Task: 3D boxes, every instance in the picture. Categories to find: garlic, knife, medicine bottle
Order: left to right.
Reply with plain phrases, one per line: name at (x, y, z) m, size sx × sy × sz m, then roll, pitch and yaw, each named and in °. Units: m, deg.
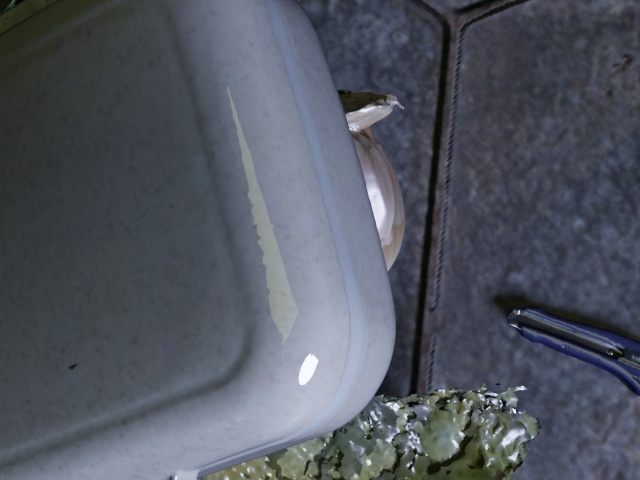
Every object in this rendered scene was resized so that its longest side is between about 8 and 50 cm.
medicine bottle at (-0.146, 0.022, 0.675) m, size 0.375 × 0.123 × 0.282 m, roll -22°, pitch 75°, yaw 28°
garlic at (0.000, 0.000, 0.765) m, size 0.131 × 0.127 × 0.194 m, roll -25°, pitch 110°, yaw -26°
knife at (0.172, 0.070, 0.786) m, size 0.121 × 0.018 × 0.031 m, roll 21°, pitch 78°, yaw 7°

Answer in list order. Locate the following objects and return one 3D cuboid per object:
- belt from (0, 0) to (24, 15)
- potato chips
belt at (-0.235, -0.147, 0.807) m, size 0.151 × 0.079 × 0.121 m, roll -29°, pitch 80°, yaw -4°
potato chips at (0.007, 0.093, 0.729) m, size 0.220 × 0.029 × 0.202 m, roll 31°, pitch 116°, yaw -4°
